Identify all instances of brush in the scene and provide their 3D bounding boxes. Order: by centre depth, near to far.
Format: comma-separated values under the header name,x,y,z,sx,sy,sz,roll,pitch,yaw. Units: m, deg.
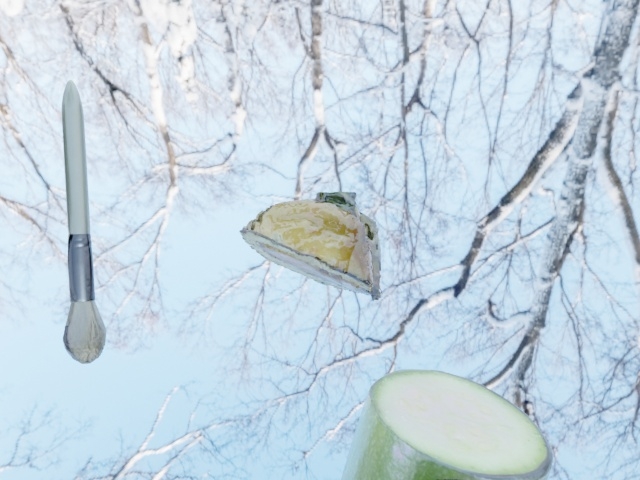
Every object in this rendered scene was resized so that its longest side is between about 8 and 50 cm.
name,x,y,z,sx,sy,sz,roll,pitch,yaw
brush,-0.257,-0.019,0.595,0.042,0.299,0.039,-4,-178,-4

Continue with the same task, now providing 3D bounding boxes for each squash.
name,x,y,z,sx,sy,sz,roll,pitch,yaw
squash,0.144,0.417,0.818,0.263,0.384,0.263,13,-166,-3

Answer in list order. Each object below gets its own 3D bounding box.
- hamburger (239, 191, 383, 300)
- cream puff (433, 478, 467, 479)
name,x,y,z,sx,sy,sz,roll,pitch,yaw
hamburger,0.007,-0.003,0.650,0.176,0.087,0.102,20,-116,22
cream puff,0.130,0.336,0.565,0.241,0.269,0.154,25,-140,-23
